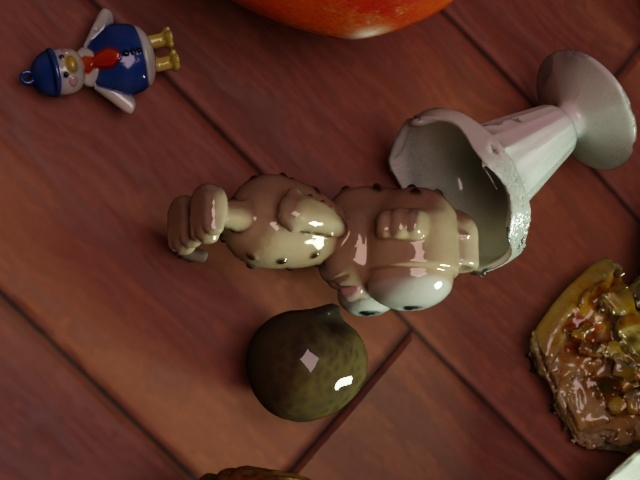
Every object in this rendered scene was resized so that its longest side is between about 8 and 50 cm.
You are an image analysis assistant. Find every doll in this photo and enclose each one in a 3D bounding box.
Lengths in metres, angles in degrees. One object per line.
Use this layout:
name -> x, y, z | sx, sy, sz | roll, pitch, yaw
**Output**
doll -> 0.000, -0.001, 1.741 | 0.278, 0.154, 0.119 | 6, 75, -20
doll -> -0.197, -0.156, 1.740 | 0.143, 0.057, 0.099 | -12, 84, -17

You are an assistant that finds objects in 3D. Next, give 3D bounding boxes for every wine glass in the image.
wine glass -> 0.182, -0.084, 1.832 | 0.196, 0.165, 0.165 | -35, 96, -29

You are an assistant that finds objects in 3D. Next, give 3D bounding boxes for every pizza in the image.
pizza -> 0.292, 0.134, 1.888 | 0.147, 0.069, 0.226 | -26, 93, -25

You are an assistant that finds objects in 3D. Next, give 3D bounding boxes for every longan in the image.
longan -> -0.011, 0.107, 1.751 | 0.113, 0.092, 0.113 | -2, 101, -10

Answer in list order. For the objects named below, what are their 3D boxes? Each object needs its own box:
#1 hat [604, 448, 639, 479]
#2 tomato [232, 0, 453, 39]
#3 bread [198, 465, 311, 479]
hat -> 0.385, 0.321, 1.876 | 0.301, 0.168, 0.258 | 11, 61, -44
tomato -> 0.013, -0.342, 1.715 | 0.325, 0.290, 0.293 | -53, 135, -5
bread -> -0.068, 0.296, 1.627 | 0.274, 0.149, 0.274 | -6, 50, 8
